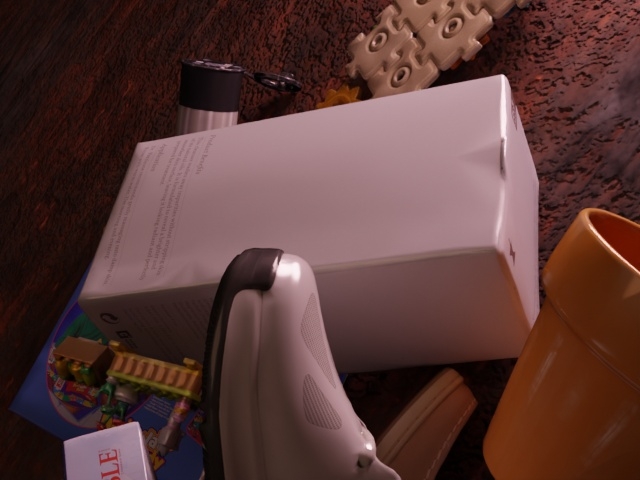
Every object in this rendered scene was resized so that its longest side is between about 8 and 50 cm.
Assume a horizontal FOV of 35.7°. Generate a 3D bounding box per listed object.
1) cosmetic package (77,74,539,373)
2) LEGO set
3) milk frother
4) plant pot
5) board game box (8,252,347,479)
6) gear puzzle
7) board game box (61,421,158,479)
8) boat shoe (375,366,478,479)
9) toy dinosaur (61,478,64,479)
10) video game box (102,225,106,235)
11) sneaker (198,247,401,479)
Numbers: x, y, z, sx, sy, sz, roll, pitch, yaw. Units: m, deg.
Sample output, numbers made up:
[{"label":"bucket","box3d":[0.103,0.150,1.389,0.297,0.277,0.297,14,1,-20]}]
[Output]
[{"label":"cosmetic package","box3d":[0.000,0.000,0.913,0.385,0.156,0.217,-5,47,21]},{"label":"LEGO set","box3d":[-0.109,0.170,0.850,0.132,0.287,0.107,121,170,-70]},{"label":"milk frother","box3d":[-0.109,-0.159,1.288,0.143,0.129,0.134,14,107,22]},{"label":"plant pot","box3d":[0.218,0.111,0.699,0.188,0.205,0.205,-59,37,19]},{"label":"board game box","box3d":[-0.152,0.144,1.064,0.347,0.078,0.233,17,74,38]},{"label":"gear puzzle","box3d":[0.116,-0.220,1.153,0.339,0.044,0.175,-43,42,17]},{"label":"board game box","box3d":[-0.116,0.360,0.751,0.066,0.318,0.318,-14,42,-8]},{"label":"boat shoe","box3d":[0.049,0.268,0.816,0.110,0.121,0.341,30,89,13]},{"label":"toy dinosaur","box3d":[-0.224,0.251,1.146,0.183,0.053,0.092,-20,64,33]},{"label":"video game box","box3d":[-0.211,0.029,1.285,0.187,0.048,0.205,-28,46,25]},{"label":"sneaker","box3d":[0.071,0.214,0.684,0.258,0.169,0.447,-8,92,6]}]
